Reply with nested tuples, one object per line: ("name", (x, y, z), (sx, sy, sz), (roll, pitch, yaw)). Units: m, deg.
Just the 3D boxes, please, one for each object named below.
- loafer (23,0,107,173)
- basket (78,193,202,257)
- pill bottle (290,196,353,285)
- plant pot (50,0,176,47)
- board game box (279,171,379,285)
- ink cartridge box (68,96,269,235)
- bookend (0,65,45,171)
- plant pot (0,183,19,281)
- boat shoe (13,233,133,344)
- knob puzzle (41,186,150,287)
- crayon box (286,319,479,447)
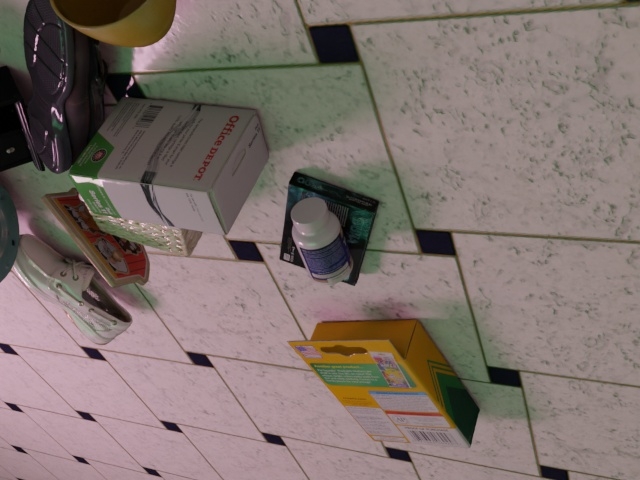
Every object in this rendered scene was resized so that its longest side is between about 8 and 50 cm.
("loafer", (-0.324, -0.212, 1.006), (0.109, 0.095, 0.302), (49, 144, 17))
("basket", (-0.245, -0.060, 1.119), (0.167, 0.113, 0.103), (17, 148, 11))
("pill bottle", (0.000, 0.000, 1.042), (0.067, 0.067, 0.120), (6, 141, 24))
("plant pot", (-0.211, -0.264, 0.834), (0.134, 0.134, 0.095), (12, 167, 17))
("board game box", (0.009, -0.011, 1.105), (0.126, 0.026, 0.186), (20, 144, 6))
("ink cartridge box", (-0.191, -0.100, 0.997), (0.208, 0.153, 0.087), (10, 143, 21))
("bookend", (-0.498, -0.150, 1.103), (0.072, 0.157, 0.156), (56, 156, 28))
("plant pot", (-0.659, -0.011, 1.289), (0.235, 0.293, 0.293), (0, 140, 11))
("boat shoe", (-0.465, 0.078, 1.453), (0.096, 0.098, 0.277), (-30, 118, 22))
("knob puzzle", (-0.327, -0.013, 1.209), (0.030, 0.213, 0.213), (-40, 117, 11))
("crayon box", (0.114, 0.233, 1.312), (0.203, 0.083, 0.323), (-6, 136, 36))
